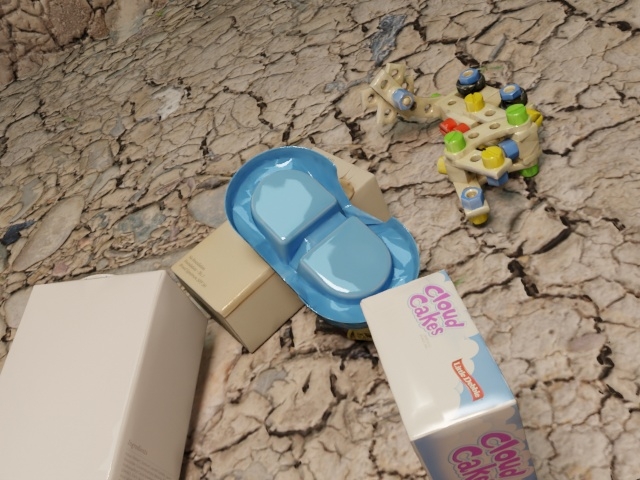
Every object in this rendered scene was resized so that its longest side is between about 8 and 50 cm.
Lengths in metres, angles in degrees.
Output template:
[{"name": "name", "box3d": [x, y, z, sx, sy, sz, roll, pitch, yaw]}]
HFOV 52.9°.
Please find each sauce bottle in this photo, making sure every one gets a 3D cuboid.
[{"name": "sauce bottle", "box3d": [0.055, 0.117, 0.885, 0.128, 0.042, 0.042, -1, 48, 30]}]

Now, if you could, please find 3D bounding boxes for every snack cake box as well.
[{"name": "snack cake box", "box3d": [0.133, 0.174, 0.614, 0.089, 0.264, 0.152, -22, 42, 5]}]

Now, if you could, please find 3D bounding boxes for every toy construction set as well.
[{"name": "toy construction set", "box3d": [0.219, -0.180, 1.032, 0.215, 0.151, 0.327, -36, 53, -8]}]

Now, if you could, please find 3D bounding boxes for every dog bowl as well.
[{"name": "dog bowl", "box3d": [0.000, 0.000, 0.870, 0.166, 0.074, 0.297, -40, 66, -15]}]

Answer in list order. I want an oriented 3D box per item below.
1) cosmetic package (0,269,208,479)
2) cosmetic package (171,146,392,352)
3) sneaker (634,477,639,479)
[{"name": "cosmetic package", "box3d": [-0.294, 0.239, 0.815, 0.217, 0.156, 0.384, -5, 52, 17]}, {"name": "cosmetic package", "box3d": [-0.056, 0.006, 1.002, 0.309, 0.113, 0.160, -44, 44, -16]}, {"name": "sneaker", "box3d": [0.240, 0.321, 0.548, 0.314, 0.116, 0.136, -36, 52, 1]}]
